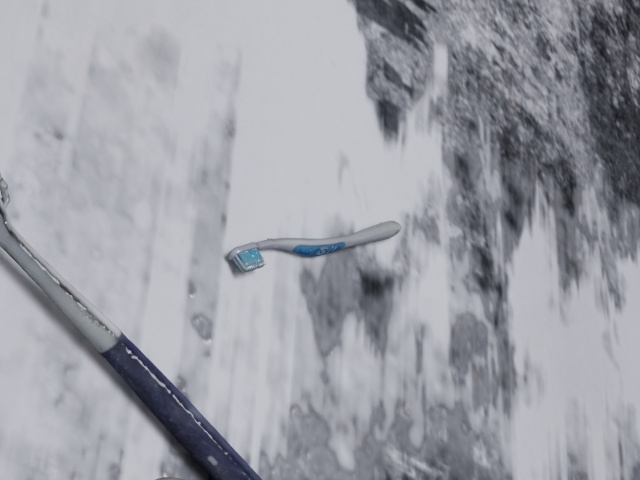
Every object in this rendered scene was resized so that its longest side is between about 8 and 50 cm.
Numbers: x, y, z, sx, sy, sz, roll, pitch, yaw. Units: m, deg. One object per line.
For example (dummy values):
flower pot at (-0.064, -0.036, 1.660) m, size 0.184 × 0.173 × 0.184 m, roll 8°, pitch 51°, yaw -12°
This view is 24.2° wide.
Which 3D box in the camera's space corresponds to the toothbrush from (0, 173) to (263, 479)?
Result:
toothbrush at (-0.086, 0.063, 0.712) m, size 0.288 × 0.024 × 0.026 m, roll 50°, pitch 24°, yaw -18°

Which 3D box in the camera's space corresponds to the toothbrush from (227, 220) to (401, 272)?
toothbrush at (0.000, 0.000, 0.866) m, size 0.162 × 0.014 × 0.017 m, roll -14°, pitch 66°, yaw -54°

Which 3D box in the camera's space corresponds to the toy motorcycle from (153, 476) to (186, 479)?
toy motorcycle at (-0.063, 0.208, 0.577) m, size 0.341 × 0.108 × 0.222 m, roll -4°, pitch 81°, yaw -60°
